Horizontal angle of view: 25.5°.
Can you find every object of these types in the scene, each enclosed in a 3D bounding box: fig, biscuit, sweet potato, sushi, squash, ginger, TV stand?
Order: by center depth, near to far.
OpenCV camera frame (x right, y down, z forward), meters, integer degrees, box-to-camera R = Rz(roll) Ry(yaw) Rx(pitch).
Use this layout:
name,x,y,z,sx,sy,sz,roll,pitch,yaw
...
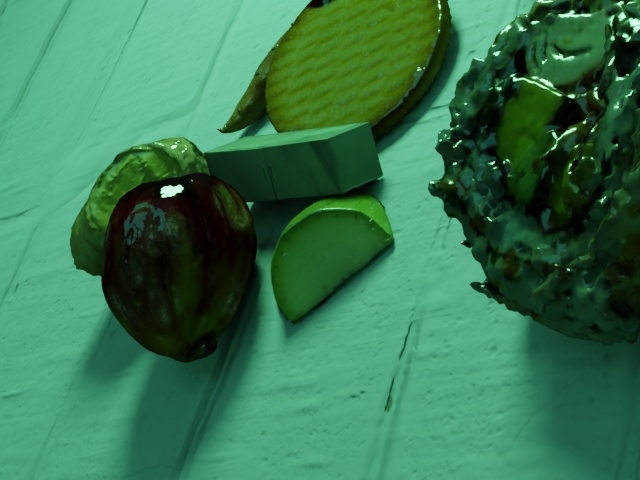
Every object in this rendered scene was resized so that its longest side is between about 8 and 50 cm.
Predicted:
name,x,y,z,sx,sy,sz,roll,pitch,yaw
sushi,0.273,-0.094,1.414,0.417,0.175,0.418,-34,47,47
squash,-0.014,-0.012,1.852,0.192,0.085,0.184,-39,34,12
fig,-0.193,0.028,1.906,0.224,0.224,0.263,-11,49,44
TV stand,-0.041,-0.105,1.956,0.088,0.083,0.269,-23,13,-38
biscuit,0.052,-0.263,2.033,0.317,0.040,0.318,-22,50,30
ginger,-0.255,-0.047,2.104,0.275,0.221,0.130,-28,71,3
sweet potato,-0.050,-0.284,2.191,0.314,0.066,0.072,-43,75,8
